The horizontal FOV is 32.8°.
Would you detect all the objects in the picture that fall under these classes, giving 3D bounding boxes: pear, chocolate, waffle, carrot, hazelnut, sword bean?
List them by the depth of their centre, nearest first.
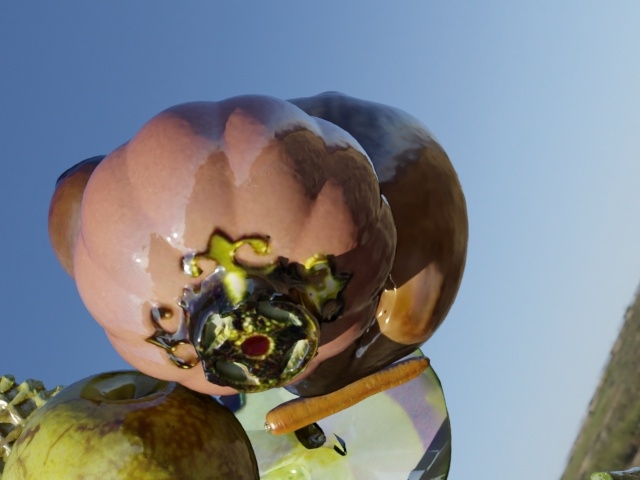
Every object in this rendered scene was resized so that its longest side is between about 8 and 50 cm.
[{"bbox_3d":[-0.195,0.272,1.130,0.283,0.283,0.284,-52,-23,-32],"label":"pear"},{"bbox_3d":[0.000,0.000,1.302,0.372,0.372,0.315,-60,-7,-10],"label":"hazelnut"},{"bbox_3d":[-0.253,-0.012,1.335,0.177,0.176,0.177,-52,-23,-32],"label":"chocolate"},{"bbox_3d":[-0.415,0.279,1.394,0.054,0.207,0.214,61,-152,-76],"label":"waffle"},{"bbox_3d":[0.037,0.211,1.503,0.247,0.043,0.043,-21,-28,-3],"label":"carrot"},{"bbox_3d":[0.452,0.337,1.543,0.269,0.043,0.038,10,-61,-53],"label":"sword bean"},{"bbox_3d":[0.028,0.320,1.660,0.399,0.398,0.165,-61,-28,-9],"label":"pear"}]

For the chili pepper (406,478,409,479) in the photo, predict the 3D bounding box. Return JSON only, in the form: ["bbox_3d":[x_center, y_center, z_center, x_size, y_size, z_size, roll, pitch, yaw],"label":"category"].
[{"bbox_3d":[0.069,0.377,1.385,0.086,0.084,0.192,9,-64,-37],"label":"chili pepper"}]

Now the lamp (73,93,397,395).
[{"bbox_3d":[-0.074,0.020,0.999,0.240,0.305,0.305,-107,24,-51],"label":"lamp"}]
